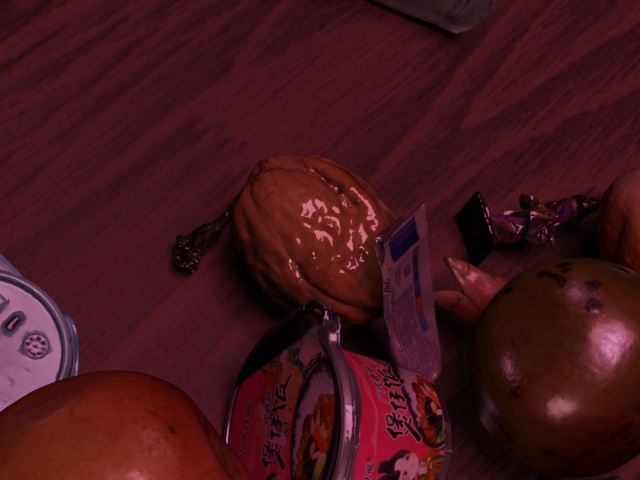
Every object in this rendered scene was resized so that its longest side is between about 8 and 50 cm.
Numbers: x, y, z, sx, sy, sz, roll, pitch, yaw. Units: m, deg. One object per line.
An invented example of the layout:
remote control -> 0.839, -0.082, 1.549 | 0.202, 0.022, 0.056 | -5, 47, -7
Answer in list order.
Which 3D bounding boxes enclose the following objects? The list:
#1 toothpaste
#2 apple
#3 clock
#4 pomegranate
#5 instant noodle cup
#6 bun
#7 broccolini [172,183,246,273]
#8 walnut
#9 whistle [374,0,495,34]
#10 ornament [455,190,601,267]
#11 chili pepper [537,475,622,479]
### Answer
toothpaste -> 0.104, 0.095, 1.528 | 0.069, 0.282, 0.099 | -5, 30, 6
apple -> -0.205, 0.303, 1.248 | 0.305, 0.338, 0.338 | -36, 81, -6
clock -> -0.372, 0.125, 1.406 | 0.274, 0.094, 0.223 | 39, 59, 1
pomegranate -> 0.301, 0.126, 1.578 | 0.291, 0.290, 0.323 | -5, 43, -23
instant noodle cup -> 0.029, 0.226, 1.446 | 0.182, 0.302, 0.258 | 13, 18, -32
bun -> 0.465, 0.048, 1.691 | 0.299, 0.299, 0.165 | 45, 93, 3
broccolini -> -0.111, -0.033, 1.626 | 0.042, 0.044, 0.218 | 35, 51, 15
walnut -> 0.000, 0.000, 1.560 | 0.198, 0.198, 0.245 | -38, 85, -31
whistle -> 0.060, -0.433, 1.804 | 0.404, 0.168, 0.188 | 48, 58, 6
ornament -> 0.287, -0.024, 1.749 | 0.203, 0.081, 0.088 | -9, 70, -27
chili pepper -> 0.329, 0.323, 1.625 | 0.118, 0.035, 0.055 | 2, 52, -10
